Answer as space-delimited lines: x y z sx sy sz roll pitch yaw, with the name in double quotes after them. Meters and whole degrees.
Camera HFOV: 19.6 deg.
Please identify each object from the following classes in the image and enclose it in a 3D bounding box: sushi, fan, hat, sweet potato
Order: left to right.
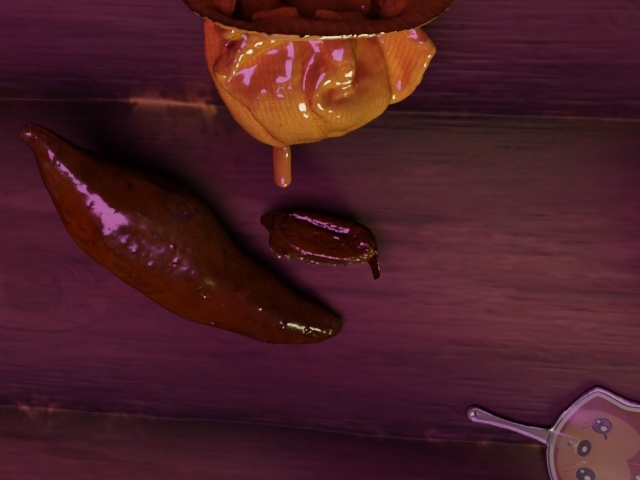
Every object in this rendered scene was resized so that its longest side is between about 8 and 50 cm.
-0.142 0.004 1.728 0.359 0.112 0.112 39 116 -23 "sweet potato"
-0.023 -0.134 1.607 0.234 0.244 0.233 20 129 13 "hat"
0.000 0.000 1.723 0.120 0.055 0.052 9 69 2 "sushi"
0.245 0.195 1.772 0.220 0.009 0.132 17 114 6 "fan"
